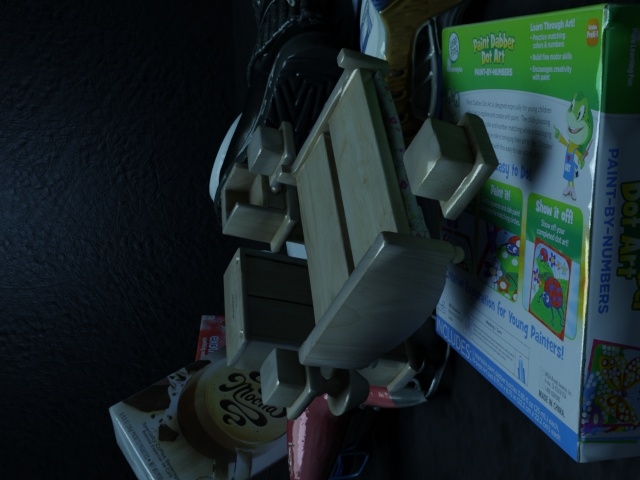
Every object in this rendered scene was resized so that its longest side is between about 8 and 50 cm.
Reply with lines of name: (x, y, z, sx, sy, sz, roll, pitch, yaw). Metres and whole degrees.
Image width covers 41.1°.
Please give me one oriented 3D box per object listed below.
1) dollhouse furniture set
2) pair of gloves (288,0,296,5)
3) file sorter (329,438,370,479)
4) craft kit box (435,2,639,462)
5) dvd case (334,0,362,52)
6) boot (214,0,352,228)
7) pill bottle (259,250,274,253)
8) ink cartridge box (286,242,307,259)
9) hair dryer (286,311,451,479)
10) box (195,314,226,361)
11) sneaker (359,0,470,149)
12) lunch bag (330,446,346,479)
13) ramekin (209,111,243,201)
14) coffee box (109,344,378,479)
dollhouse furniture set: (0.059, -0.034, 0.706, 0.356, 0.173, 0.303, 123, 149, -42)
pair of gloves: (0.009, -0.405, 0.953, 0.240, 0.042, 0.204, 97, -167, -60)
file sorter: (0.001, 0.248, 1.222, 0.118, 0.104, 0.170, 104, 160, -56)
craft kit box: (0.140, -0.022, 0.564, 0.250, 0.060, 0.247, -134, 40, -74)
dvd case: (0.031, -0.320, 1.156, 0.253, 0.022, 0.180, -109, 20, -56)
boot: (-0.057, -0.199, 1.152, 0.348, 0.131, 0.260, -59, 32, 37)
pill bottle: (-0.085, 0.075, 1.373, 0.137, 0.078, 0.078, -110, 20, -62)
ink cartridge box: (0.000, 0.000, 1.288, 0.304, 0.072, 0.307, 104, 158, -54)
hair dryer: (0.026, 0.158, 0.928, 0.224, 0.080, 0.294, -109, 39, -62)
box: (-0.135, 0.226, 1.377, 0.257, 0.128, 0.123, -99, 10, -69)
sneaker: (0.074, -0.223, 0.710, 0.131, 0.111, 0.297, -103, 15, -45)
lunch bag: (-0.018, 0.286, 1.375, 0.176, 0.090, 0.219, 102, 162, -51)
ramekin: (-0.100, -0.123, 1.425, 0.207, 0.109, 0.207, 24, -90, -82)
coffee box: (-0.088, 0.223, 1.072, 0.168, 0.297, 0.119, 50, 153, 25)
